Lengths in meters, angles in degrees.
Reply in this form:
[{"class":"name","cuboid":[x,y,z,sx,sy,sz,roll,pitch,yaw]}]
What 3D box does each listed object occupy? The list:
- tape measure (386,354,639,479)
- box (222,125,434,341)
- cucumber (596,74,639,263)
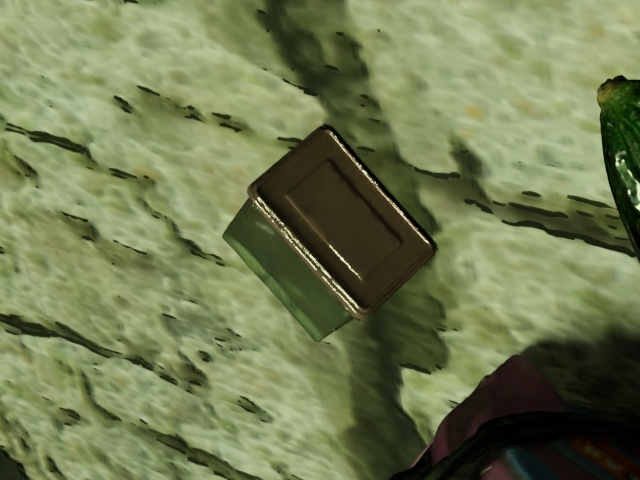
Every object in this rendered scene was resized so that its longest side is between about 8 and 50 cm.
[{"class":"tape measure","cuboid":[0.119,0.172,0.862,0.231,0.245,0.149,42,106,11]},{"class":"box","cuboid":[0.000,0.000,0.966,0.085,0.060,0.063,48,150,0]},{"class":"cucumber","cuboid":[0.190,0.044,0.809,0.077,0.077,0.265,-7,115,47]}]
